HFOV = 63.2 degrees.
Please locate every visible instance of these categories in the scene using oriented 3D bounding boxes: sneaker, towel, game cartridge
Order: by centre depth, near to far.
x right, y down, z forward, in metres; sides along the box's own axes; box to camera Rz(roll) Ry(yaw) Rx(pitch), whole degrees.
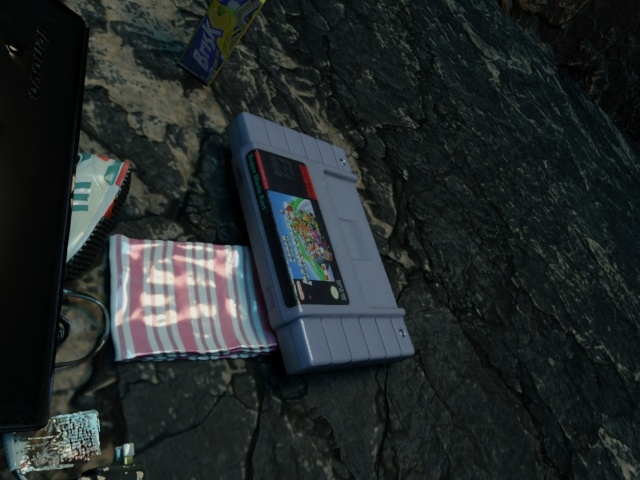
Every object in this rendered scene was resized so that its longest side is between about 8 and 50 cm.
[{"bbox_3d":[-0.260,-0.031,0.545,0.075,0.057,0.161,20,50,-10],"label":"sneaker"},{"bbox_3d":[-0.140,0.063,0.596,0.197,0.029,0.144,7,58,-39],"label":"towel"},{"bbox_3d":[0.000,0.000,0.720,0.230,0.068,0.355,12,54,-52],"label":"game cartridge"}]

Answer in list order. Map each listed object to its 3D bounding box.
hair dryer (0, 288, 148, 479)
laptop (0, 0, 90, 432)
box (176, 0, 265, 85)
[{"bbox_3d":[-0.295,0.142,0.392,0.293,0.080,0.223,4,40,-43],"label":"hair dryer"},{"bbox_3d":[-0.405,-0.069,0.320,0.408,0.236,0.382,-2,70,-6],"label":"laptop"},{"bbox_3d":[-0.140,-0.305,0.743,0.059,0.169,0.054,32,46,-20],"label":"box"}]
